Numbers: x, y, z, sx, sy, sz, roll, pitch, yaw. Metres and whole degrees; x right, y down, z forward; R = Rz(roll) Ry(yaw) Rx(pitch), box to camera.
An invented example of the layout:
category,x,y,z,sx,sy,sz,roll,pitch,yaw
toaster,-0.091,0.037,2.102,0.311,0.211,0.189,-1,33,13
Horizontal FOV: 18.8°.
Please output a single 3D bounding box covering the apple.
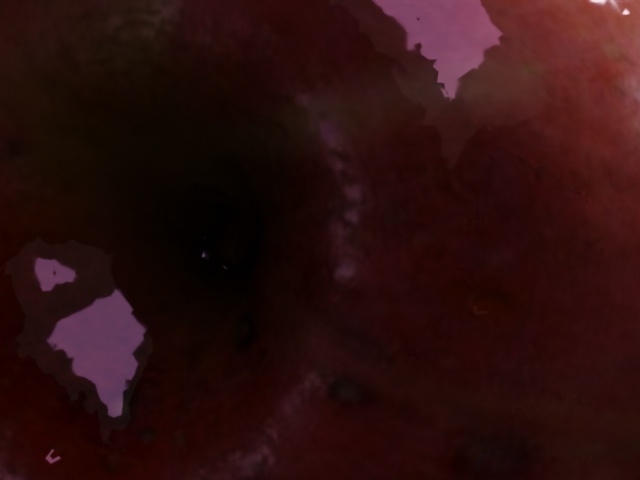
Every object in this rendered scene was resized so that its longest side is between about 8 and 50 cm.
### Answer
category,x,y,z,sx,sy,sz,roll,pitch,yaw
apple,0.000,0.000,0.792,0.364,0.364,0.364,8,33,-5
